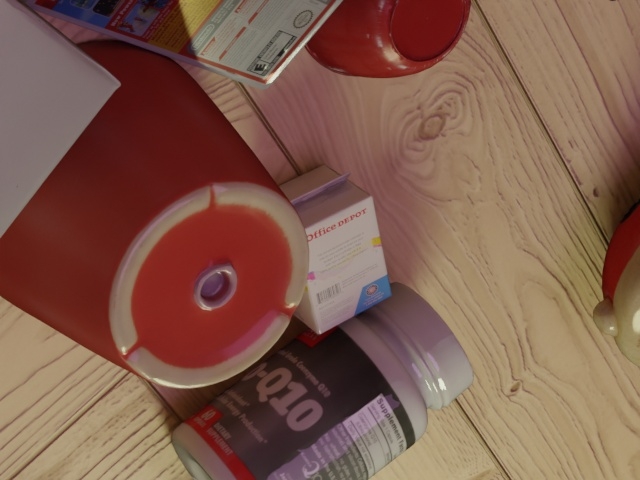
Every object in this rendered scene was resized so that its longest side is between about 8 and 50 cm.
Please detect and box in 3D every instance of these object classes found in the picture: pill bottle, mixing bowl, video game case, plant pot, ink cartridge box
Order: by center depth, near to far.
[{"bbox_3d":[-0.095,-0.245,1.702,0.285,0.025,0.204,16,127,-43],"label":"video game case"},{"bbox_3d":[-0.152,-0.008,1.702,0.275,0.243,0.275,-17,123,-28],"label":"plant pot"},{"bbox_3d":[0.076,-0.227,1.841,0.181,0.098,0.181,-16,122,-28],"label":"mixing bowl"},{"bbox_3d":[0.000,0.000,1.913,0.092,0.090,0.143,-26,125,-22],"label":"ink cartridge box"},{"bbox_3d":[0.005,0.176,1.965,0.283,0.161,0.161,-37,130,-14],"label":"pill bottle"}]

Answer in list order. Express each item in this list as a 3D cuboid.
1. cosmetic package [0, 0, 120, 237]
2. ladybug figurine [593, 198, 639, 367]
[{"bbox_3d":[-0.366,-0.050,1.550,0.385,0.217,0.156,-50,131,0],"label":"cosmetic package"},{"bbox_3d":[0.495,-0.005,2.189,0.449,0.162,0.305,-19,138,-19],"label":"ladybug figurine"}]
